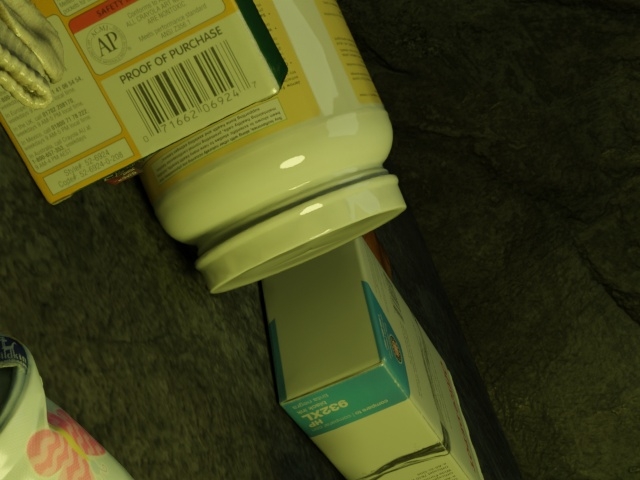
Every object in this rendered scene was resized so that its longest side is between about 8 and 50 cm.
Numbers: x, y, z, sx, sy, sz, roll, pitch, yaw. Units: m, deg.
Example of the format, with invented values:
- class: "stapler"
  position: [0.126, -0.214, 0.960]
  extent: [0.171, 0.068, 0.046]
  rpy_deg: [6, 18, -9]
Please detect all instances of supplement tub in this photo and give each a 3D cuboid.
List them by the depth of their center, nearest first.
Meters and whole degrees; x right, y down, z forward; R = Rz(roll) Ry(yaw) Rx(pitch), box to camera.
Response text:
- class: "supplement tub"
  position: [-0.076, -0.140, 1.121]
  extent: [0.331, 0.241, 0.241]
  rpy_deg: [67, 12, 5]

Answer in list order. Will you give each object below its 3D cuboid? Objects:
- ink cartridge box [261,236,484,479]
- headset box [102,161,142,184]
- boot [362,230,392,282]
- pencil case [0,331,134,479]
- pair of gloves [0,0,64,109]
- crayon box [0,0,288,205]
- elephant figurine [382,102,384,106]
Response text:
- class: "ink cartridge box"
  position: [0.061, 0.165, 1.381]
  extent: [0.307, 0.129, 0.223]
  rpy_deg: [55, 15, -42]
- class: "headset box"
  position: [-0.190, -0.086, 1.023]
  extent: [0.062, 0.032, 0.083]
  rpy_deg: [68, 11, 11]
- class: "boot"
  position: [0.051, 0.001, 1.862]
  extent: [0.264, 0.096, 0.280]
  rpy_deg: [-112, 178, -52]
- class: "pencil case"
  position: [-0.125, 0.167, 0.603]
  extent: [0.273, 0.113, 0.124]
  rpy_deg: [57, -6, -32]
- class: "pair of gloves"
  position: [-0.246, -0.187, 0.734]
  extent: [0.240, 0.042, 0.204]
  rpy_deg: [47, 2, -19]
- class: "crayon box"
  position: [-0.187, -0.216, 0.876]
  extent: [0.323, 0.203, 0.083]
  rpy_deg: [62, 12, -15]
- class: "elephant figurine"
  position: [-0.034, -0.130, 1.558]
  extent: [0.186, 0.239, 0.169]
  rpy_deg: [20, 61, -25]
